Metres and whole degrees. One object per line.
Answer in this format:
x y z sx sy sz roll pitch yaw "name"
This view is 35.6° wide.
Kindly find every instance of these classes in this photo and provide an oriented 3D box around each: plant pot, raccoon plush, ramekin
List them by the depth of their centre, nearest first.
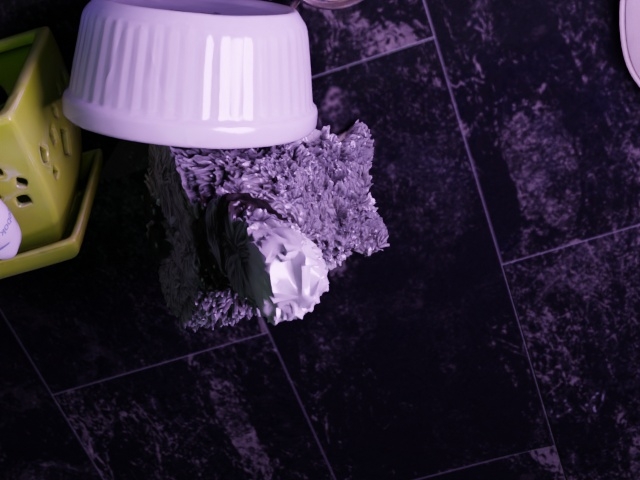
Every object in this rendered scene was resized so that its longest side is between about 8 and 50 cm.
-0.133 -0.190 1.058 0.272 0.273 0.127 5 108 -3 "ramekin"
0.000 0.000 1.065 0.299 0.446 0.216 -9 116 -24 "raccoon plush"
-0.381 -0.082 1.137 0.227 0.228 0.207 -16 126 9 "plant pot"

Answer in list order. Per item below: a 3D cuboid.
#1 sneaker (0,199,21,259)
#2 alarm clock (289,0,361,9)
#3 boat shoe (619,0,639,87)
-0.444 0.016 1.010 0.297 0.111 0.129 -13 145 13 "sneaker"
0.030 -0.329 1.084 0.192 0.064 0.129 -18 119 12 "alarm clock"
0.439 -0.195 1.163 0.112 0.095 0.335 -4 124 44 "boat shoe"
